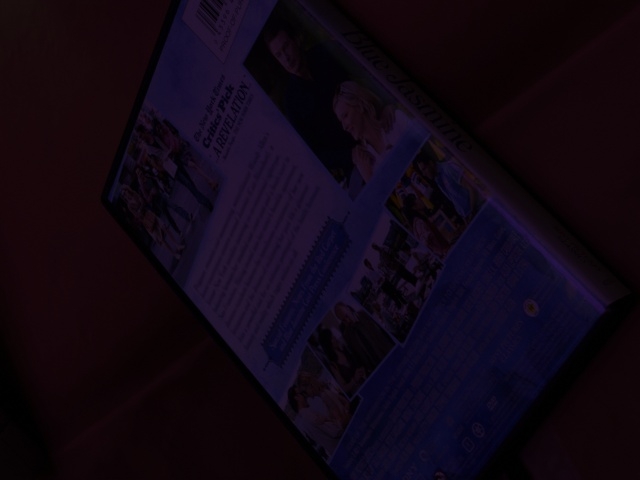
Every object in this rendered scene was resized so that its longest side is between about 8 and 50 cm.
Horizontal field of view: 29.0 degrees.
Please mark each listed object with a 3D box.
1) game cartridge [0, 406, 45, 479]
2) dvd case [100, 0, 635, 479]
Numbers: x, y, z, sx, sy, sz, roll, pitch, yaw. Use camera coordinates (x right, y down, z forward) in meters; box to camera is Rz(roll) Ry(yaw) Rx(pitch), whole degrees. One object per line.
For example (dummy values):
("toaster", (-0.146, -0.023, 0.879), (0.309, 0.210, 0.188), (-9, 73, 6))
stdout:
("game cartridge", (-0.367, 0.128, 0.842), (0.355, 0.068, 0.230), (-24, 117, 36))
("dvd case", (0.000, 0.000, 0.550), (0.253, 0.022, 0.180), (47, 132, 23))
